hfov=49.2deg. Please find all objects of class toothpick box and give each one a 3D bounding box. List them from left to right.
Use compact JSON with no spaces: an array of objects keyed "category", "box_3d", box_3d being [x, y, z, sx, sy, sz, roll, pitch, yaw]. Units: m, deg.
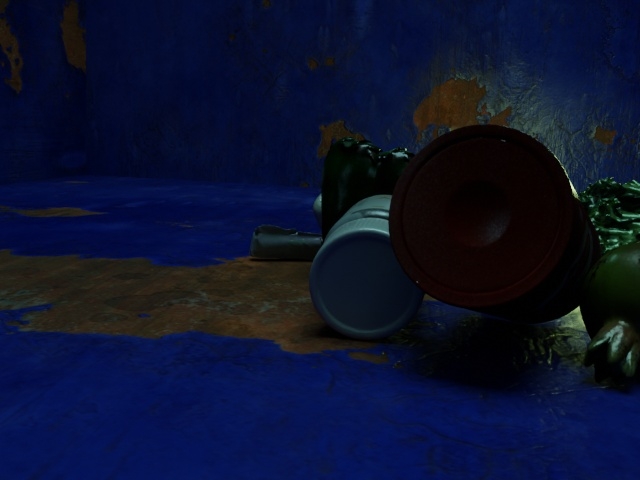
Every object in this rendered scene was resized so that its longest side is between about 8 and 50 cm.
[{"category":"toothpick box","box_3d":[0.236,-0.002,0.885,0.204,0.204,0.333,7,-6,28]}]

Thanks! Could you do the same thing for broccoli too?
[{"category":"broccoli","box_3d":[0.511,0.010,1.081,0.261,0.269,0.241,23,-41,-37]}]

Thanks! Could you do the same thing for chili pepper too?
[{"category":"chili pepper","box_3d":[0.108,-0.054,1.281,0.248,0.257,0.233,9,6,29]}]

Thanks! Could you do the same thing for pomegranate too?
[{"category":"pomegranate","box_3d":[0.376,0.088,0.816,0.159,0.159,0.205,12,41,45]}]

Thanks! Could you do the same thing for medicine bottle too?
[{"category":"medicine bottle","box_3d":[0.082,0.029,1.010,0.165,0.165,0.273,4,12,11]}]

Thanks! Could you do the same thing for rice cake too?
[{"category":"rice cake","box_3d":[-0.002,0.003,1.442,0.290,0.081,0.051,0,22,-13]}]

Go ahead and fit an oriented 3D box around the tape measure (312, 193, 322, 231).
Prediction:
[{"category":"tape measure","box_3d":[0.131,-0.077,1.653,0.258,0.130,0.265,9,41,46]}]
